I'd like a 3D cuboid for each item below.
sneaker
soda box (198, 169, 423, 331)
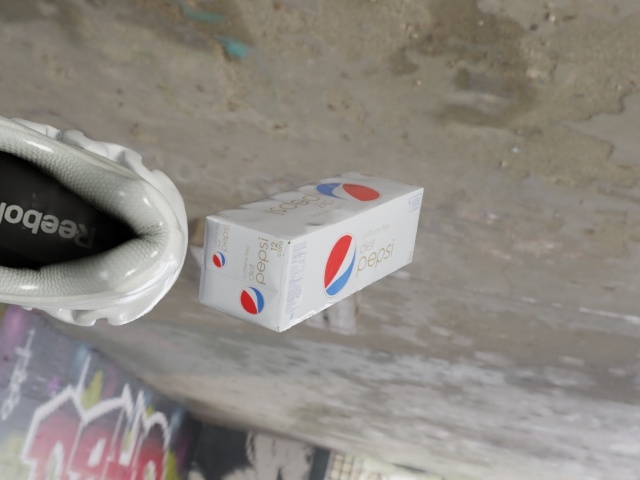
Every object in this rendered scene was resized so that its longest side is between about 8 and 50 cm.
[{"bbox_3d":[-0.194,-0.028,0.419,0.292,0.110,0.118,10,180,-14],"label":"sneaker"},{"bbox_3d":[0.000,0.000,0.773,0.073,0.069,0.216,17,-160,27],"label":"soda box"}]
